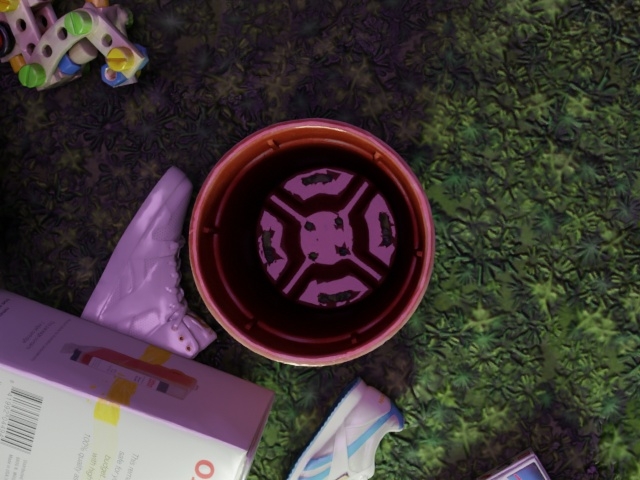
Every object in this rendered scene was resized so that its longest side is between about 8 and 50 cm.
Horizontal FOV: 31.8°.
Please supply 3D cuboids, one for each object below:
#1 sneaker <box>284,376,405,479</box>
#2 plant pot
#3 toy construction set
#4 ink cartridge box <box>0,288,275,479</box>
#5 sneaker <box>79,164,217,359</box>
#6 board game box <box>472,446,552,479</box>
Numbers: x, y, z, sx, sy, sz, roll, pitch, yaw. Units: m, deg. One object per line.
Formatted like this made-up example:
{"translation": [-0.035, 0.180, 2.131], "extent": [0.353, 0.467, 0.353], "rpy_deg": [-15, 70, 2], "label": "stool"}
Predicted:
{"translation": [0.017, 0.293, 1.456], "extent": [0.092, 0.087, 0.228], "rpy_deg": [36, 95, 0], "label": "sneaker"}
{"translation": [0.000, 0.000, 1.361], "extent": [0.272, 0.265, 0.272], "rpy_deg": [0, 91, 5], "label": "plant pot"}
{"translation": [-0.347, -0.332, 1.435], "extent": [0.215, 0.151, 0.327], "rpy_deg": [-20, 81, 28], "label": "toy construction set"}
{"translation": [-0.281, 0.267, 1.399], "extent": [0.385, 0.160, 0.279], "rpy_deg": [20, 114, 3], "label": "ink cartridge box"}
{"translation": [-0.195, 0.062, 1.462], "extent": [0.169, 0.108, 0.292], "rpy_deg": [28, 103, 1], "label": "sneaker"}
{"translation": [0.271, 0.448, 1.457], "extent": [0.193, 0.053, 0.305], "rpy_deg": [-31, 89, 5], "label": "board game box"}
